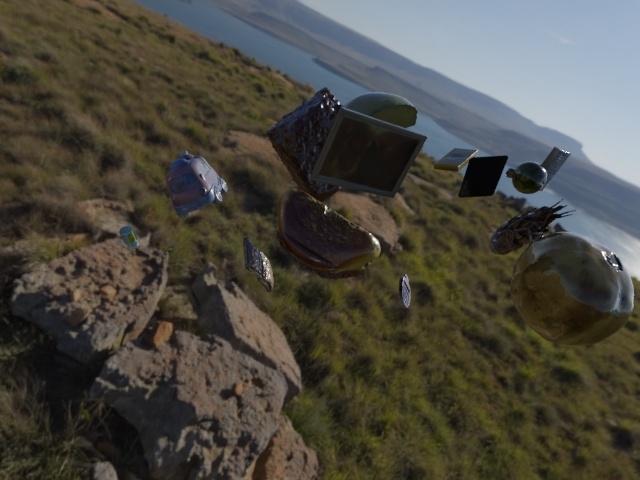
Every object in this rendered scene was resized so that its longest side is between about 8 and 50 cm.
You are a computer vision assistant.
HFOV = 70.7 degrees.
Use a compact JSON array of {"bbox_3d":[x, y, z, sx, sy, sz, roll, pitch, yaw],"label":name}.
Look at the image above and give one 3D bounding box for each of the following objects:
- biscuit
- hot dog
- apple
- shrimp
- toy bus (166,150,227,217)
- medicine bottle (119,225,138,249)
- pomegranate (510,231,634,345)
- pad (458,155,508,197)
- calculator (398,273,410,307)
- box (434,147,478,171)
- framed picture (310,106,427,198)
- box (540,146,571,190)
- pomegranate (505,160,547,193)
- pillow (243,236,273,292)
[{"bbox_3d":[0.004,-0.385,1.902,0.395,0.342,0.166,57,-10,-35],"label":"biscuit"},{"bbox_3d":[0.000,0.000,1.609,0.405,0.223,0.185,32,-10,10],"label":"hot dog"},{"bbox_3d":[0.168,-0.334,1.469,0.258,0.295,0.233,-34,38,-27],"label":"apple"},{"bbox_3d":[0.691,-0.040,1.505,0.145,0.343,0.116,-38,87,-31],"label":"shrimp"},{"bbox_3d":[-0.546,-0.251,1.927,0.294,0.197,0.232,-91,158,-66],"label":"toy bus"},{"bbox_3d":[-0.698,-0.010,1.649,0.047,0.083,0.047,-3,44,3],"label":"medicine bottle"},{"bbox_3d":[0.734,0.147,1.344,0.332,0.332,0.332,22,23,-10],"label":"pomegranate"},{"bbox_3d":[0.469,-0.182,1.308,0.112,0.157,0.003,-4,50,-2],"label":"pad"},{"bbox_3d":[0.355,0.212,1.905,0.103,0.024,0.166,60,30,-31],"label":"calculator"},{"bbox_3d":[0.450,-0.269,1.496,0.087,0.023,0.155,12,36,39],"label":"box"},{"bbox_3d":[0.136,-0.232,1.253,0.289,0.211,0.020,9,33,-30],"label":"framed picture"},{"bbox_3d":[0.894,-0.279,1.769,0.115,0.177,0.036,0,37,-44],"label":"box"},{"bbox_3d":[0.745,-0.231,1.620,0.130,0.130,0.130,22,23,-10],"label":"pomegranate"},{"bbox_3d":[-0.220,0.090,1.621,0.232,0.043,0.126,60,16,-55],"label":"pillow"}]
